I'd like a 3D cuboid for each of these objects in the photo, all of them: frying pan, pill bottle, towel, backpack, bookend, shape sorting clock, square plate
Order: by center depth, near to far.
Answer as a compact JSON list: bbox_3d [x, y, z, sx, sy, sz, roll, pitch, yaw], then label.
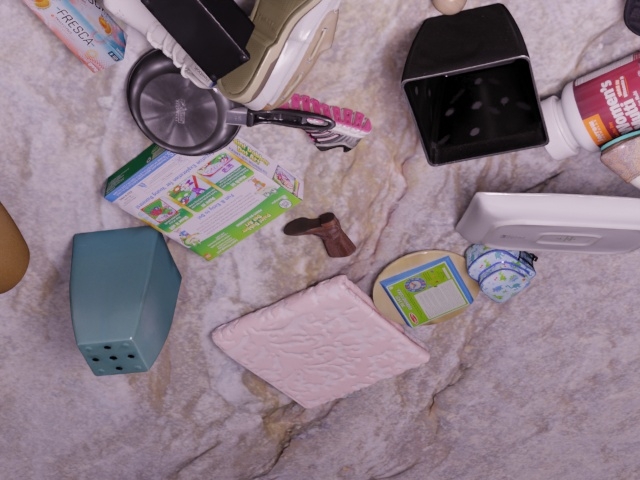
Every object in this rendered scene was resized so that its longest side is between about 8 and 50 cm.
[{"bbox_3d":[-0.158,-0.336,1.808,0.072,0.157,0.156,-27,119,30],"label":"bookend"},{"bbox_3d":[0.453,-0.210,1.987,0.221,0.121,0.121,-23,134,26],"label":"pill bottle"},{"bbox_3d":[-0.162,-0.185,2.030,0.326,0.053,0.197,29,123,-4],"label":"frying pan"},{"bbox_3d":[0.413,-0.022,2.141,0.344,0.049,0.347,2,170,1],"label":"square plate"},{"bbox_3d":[0.326,0.051,2.332,0.114,0.084,0.105,34,126,-27],"label":"backpack"},{"bbox_3d":[0.200,0.090,2.415,0.206,0.040,0.206,-7,134,-7],"label":"shape sorting clock"},{"bbox_3d":[0.004,0.207,2.555,0.332,0.053,0.317,-25,134,29],"label":"towel"}]

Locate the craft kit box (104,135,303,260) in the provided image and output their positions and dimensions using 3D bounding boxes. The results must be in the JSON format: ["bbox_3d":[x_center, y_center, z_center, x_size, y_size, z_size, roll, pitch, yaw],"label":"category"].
[{"bbox_3d":[-0.201,-0.089,2.210,0.250,0.061,0.247,-31,127,33],"label":"craft kit box"}]

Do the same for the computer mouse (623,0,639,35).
[{"bbox_3d":[0.543,-0.403,1.806,0.184,0.060,0.262,9,128,-2],"label":"computer mouse"}]

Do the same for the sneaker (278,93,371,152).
[{"bbox_3d":[-0.006,-0.184,2.079,0.170,0.063,0.074,13,133,-20],"label":"sneaker"}]

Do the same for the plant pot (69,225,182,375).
[{"bbox_3d":[-0.365,0.120,2.324,0.166,0.234,0.165,-6,139,10],"label":"plant pot"}]

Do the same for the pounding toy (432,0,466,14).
[{"bbox_3d":[0.212,-0.404,1.774,0.183,0.110,0.237,33,131,-31],"label":"pounding toy"}]

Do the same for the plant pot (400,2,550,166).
[{"bbox_3d":[0.230,-0.246,1.918,0.188,0.167,0.187,-11,138,14],"label":"plant pot"}]

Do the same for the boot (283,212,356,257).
[{"bbox_3d":[0.000,0.000,2.325,0.106,0.037,0.114,-11,143,18],"label":"boot"}]

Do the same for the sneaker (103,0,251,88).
[{"bbox_3d":[-0.186,-0.303,1.895,0.297,0.129,0.111,23,143,-20],"label":"sneaker"}]

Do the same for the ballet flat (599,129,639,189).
[{"bbox_3d":[0.542,-0.120,1.982,0.108,0.106,0.316,-32,167,39],"label":"ballet flat"}]

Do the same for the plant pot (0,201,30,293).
[{"bbox_3d":[-0.628,-0.004,2.220,0.237,0.237,0.254,-16,151,20],"label":"plant pot"}]

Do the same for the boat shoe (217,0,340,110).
[{"bbox_3d":[-0.031,-0.323,1.841,0.103,0.113,0.302,18,114,-51],"label":"boat shoe"}]

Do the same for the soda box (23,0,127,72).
[{"bbox_3d":[-0.370,-0.338,1.915,0.063,0.058,0.183,-20,136,24],"label":"soda box"}]
